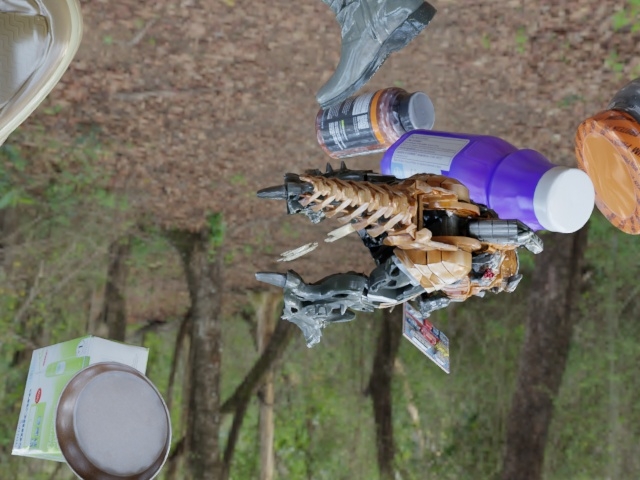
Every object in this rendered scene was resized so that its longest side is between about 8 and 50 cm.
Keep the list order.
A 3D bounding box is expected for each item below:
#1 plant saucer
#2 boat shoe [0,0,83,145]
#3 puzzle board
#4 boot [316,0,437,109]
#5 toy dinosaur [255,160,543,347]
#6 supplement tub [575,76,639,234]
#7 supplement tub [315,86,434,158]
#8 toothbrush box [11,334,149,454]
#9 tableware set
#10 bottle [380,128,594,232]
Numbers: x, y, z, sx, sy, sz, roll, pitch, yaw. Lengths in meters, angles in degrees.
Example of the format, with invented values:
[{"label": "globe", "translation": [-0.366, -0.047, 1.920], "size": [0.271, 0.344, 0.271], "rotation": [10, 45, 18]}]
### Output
[{"label": "plant saucer", "translation": [-0.263, 0.238, 1.143], "size": [0.168, 0.168, 0.029], "rotation": [2, -177, 18]}, {"label": "boat shoe", "translation": [-0.280, -0.094, 0.614], "size": [0.341, 0.122, 0.110], "rotation": [-24, -174, 26]}, {"label": "puzzle board", "translation": [0.200, 0.180, 1.666], "size": [0.128, 0.096, 0.011], "rotation": [41, 119, -21]}, {"label": "boot", "translation": [0.043, -0.326, 1.343], "size": [0.161, 0.083, 0.246], "rotation": [45, 122, -8]}, {"label": "toy dinosaur", "translation": [0.069, -0.011, 0.771], "size": [0.218, 0.164, 0.322], "rotation": [-6, 144, 28]}, {"label": "supplement tub", "translation": [0.519, -0.147, 1.147], "size": [0.338, 0.207, 0.207], "rotation": [-24, 173, -8]}, {"label": "supplement tub", "translation": [0.093, -0.198, 1.490], "size": [0.198, 0.106, 0.106], "rotation": [-4, 167, 43]}, {"label": "toothbrush box", "translation": [-0.446, 0.299, 1.636], "size": [0.122, 0.206, 0.283], "rotation": [19, 159, -33]}, {"label": "tableware set", "translation": [0.000, 0.000, 1.524], "size": [0.168, 0.020, 0.141], "rotation": [-25, 179, -9]}, {"label": "bottle", "translation": [0.183, -0.062, 1.009], "size": [0.118, 0.092, 0.283], "rotation": [56, 162, -26]}]
